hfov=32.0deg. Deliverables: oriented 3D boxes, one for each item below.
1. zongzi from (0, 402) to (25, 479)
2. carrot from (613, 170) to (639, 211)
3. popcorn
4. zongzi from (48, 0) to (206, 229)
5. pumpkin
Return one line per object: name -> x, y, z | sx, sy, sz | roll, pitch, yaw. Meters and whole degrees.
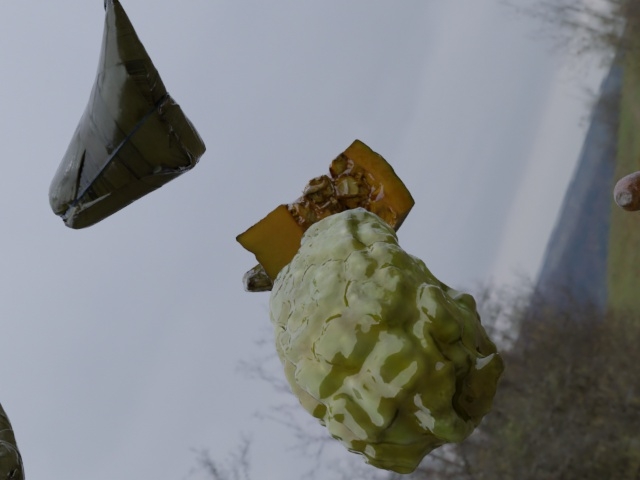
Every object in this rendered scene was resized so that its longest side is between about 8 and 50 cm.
zongzi -> -0.525, 0.380, 1.833 | 0.178, 0.081, 0.189 | -107, 18, -50
carrot -> 0.442, -0.081, 1.470 | 0.216, 0.048, 0.048 | -25, -44, -50
popcorn -> 0.053, 0.081, 1.005 | 0.173, 0.225, 0.286 | -36, -1, 8
zongzi -> -0.341, -0.185, 1.665 | 0.289, 0.260, 0.123 | 59, -165, -16
pumpkin -> -0.004, 0.004, 1.313 | 0.248, 0.131, 0.126 | -38, -5, -36
